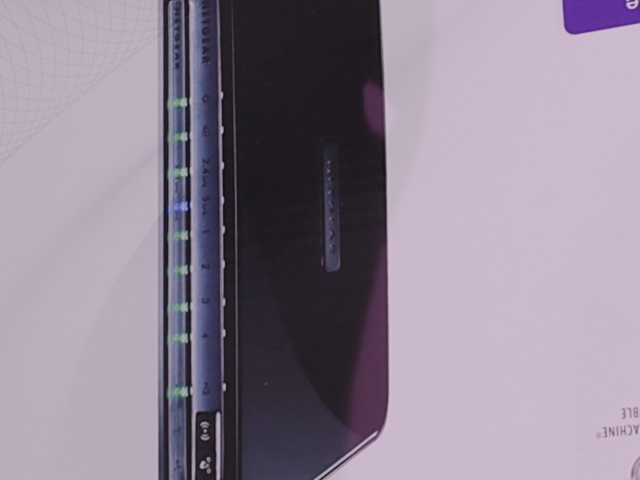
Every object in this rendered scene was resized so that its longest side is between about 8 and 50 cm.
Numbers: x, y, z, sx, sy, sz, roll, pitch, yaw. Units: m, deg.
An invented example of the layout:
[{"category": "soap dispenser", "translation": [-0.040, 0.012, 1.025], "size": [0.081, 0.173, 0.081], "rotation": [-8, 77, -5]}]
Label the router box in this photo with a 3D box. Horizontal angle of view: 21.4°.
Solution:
[{"category": "router box", "translation": [0.000, 0.000, 0.454], "size": [0.335, 0.082, 0.301], "rotation": [-8, 73, 21]}]
